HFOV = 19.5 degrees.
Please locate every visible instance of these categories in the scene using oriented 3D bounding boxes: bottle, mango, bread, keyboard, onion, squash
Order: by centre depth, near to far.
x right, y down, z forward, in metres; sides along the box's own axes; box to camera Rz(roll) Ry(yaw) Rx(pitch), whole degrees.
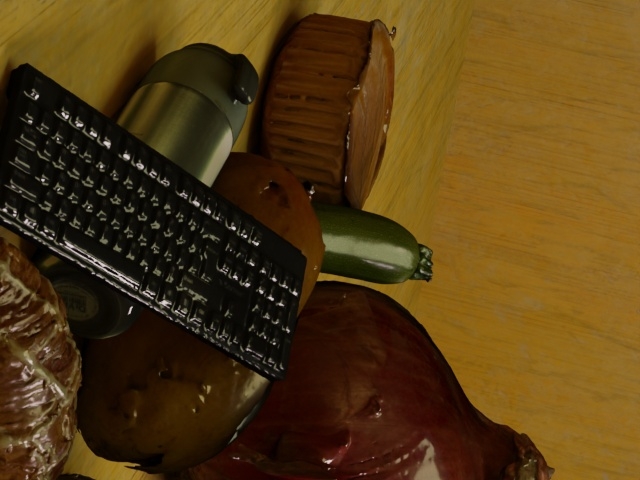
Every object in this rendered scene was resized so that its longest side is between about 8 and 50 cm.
[{"bbox_3d":[-0.178,0.086,1.083,0.233,0.076,0.105,91,14,-48],"label":"bread"},{"bbox_3d":[-0.097,-0.005,1.154,0.310,0.018,0.101,36,57,-51],"label":"keyboard"},{"bbox_3d":[-0.109,-0.043,1.241,0.079,0.096,0.253,55,36,-25],"label":"bottle"},{"bbox_3d":[-0.092,0.048,1.334,0.156,0.151,0.248,3,-117,56],"label":"mango"},{"bbox_3d":[0.000,0.000,1.679,0.258,0.069,0.069,7,99,-38],"label":"squash"},{"bbox_3d":[0.007,0.203,1.710,0.353,0.354,0.353,14,90,-81],"label":"onion"},{"bbox_3d":[0.004,-0.118,1.765,0.199,0.104,0.199,10,90,-78],"label":"bread"}]

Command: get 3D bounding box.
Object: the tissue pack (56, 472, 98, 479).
[{"bbox_3d":[-0.078,0.295,1.258,0.238,0.305,0.238,14,90,-81],"label":"tissue pack"}]
